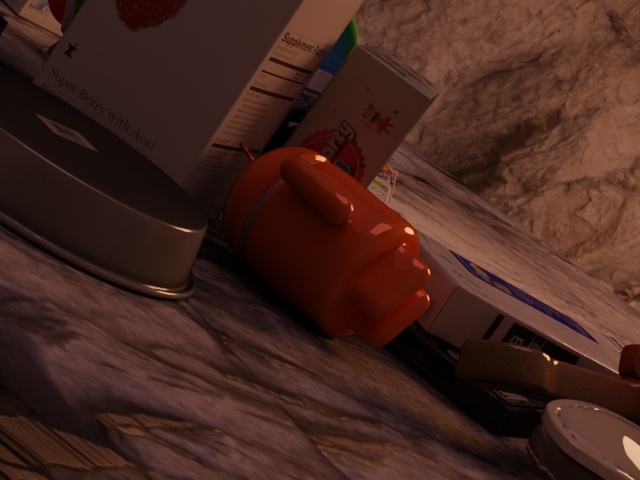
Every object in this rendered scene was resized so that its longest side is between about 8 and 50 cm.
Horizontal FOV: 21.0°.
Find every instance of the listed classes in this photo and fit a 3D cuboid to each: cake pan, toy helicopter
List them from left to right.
[{"bbox_3d":[-0.208,-0.059,1.345,0.293,0.054,0.293,33,9,-6],"label":"cake pan"},{"bbox_3d":[0.275,0.148,1.555,0.355,0.140,0.235,18,-10,-35],"label":"toy helicopter"}]

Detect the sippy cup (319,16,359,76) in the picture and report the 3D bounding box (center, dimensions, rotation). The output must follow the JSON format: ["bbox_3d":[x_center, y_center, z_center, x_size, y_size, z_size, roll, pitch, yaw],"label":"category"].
[{"bbox_3d":[-0.072,-0.270,2.477,0.305,0.240,0.224,56,-4,-6],"label":"sippy cup"}]

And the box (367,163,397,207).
[{"bbox_3d":[-0.004,-0.095,2.159,0.207,0.036,0.114,32,41,-16],"label":"box"}]

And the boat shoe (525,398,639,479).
[{"bbox_3d":[0.287,0.235,1.457,0.324,0.097,0.117,28,27,-31],"label":"boat shoe"}]

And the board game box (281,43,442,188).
[{"bbox_3d":[0.020,-0.092,1.798,0.097,0.224,0.303,37,9,1],"label":"board game box"}]

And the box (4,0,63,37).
[{"bbox_3d":[-0.305,-0.365,2.112,0.103,0.203,0.114,24,14,-49],"label":"box"}]

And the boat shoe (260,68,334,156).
[{"bbox_3d":[-0.079,-0.134,1.875,0.127,0.158,0.340,24,5,14],"label":"boat shoe"}]

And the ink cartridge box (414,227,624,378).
[{"bbox_3d":[0.212,0.098,1.780,0.332,0.065,0.165,27,12,-29],"label":"ink cartridge box"}]

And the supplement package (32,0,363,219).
[{"bbox_3d":[-0.109,-0.186,1.595,0.177,0.293,0.175,36,9,12],"label":"supplement package"}]

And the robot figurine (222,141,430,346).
[{"bbox_3d":[0.000,0.001,1.551,0.219,0.128,0.158,40,13,26],"label":"robot figurine"}]

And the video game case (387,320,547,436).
[{"bbox_3d":[0.143,0.115,1.761,0.248,0.035,0.275,39,11,26],"label":"video game case"}]

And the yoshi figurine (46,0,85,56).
[{"bbox_3d":[-0.210,-0.323,1.928,0.203,0.203,0.362,-23,82,-39],"label":"yoshi figurine"}]

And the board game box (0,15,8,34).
[{"bbox_3d":[-0.416,-0.250,1.578,0.194,0.060,0.194,40,10,37],"label":"board game box"}]
